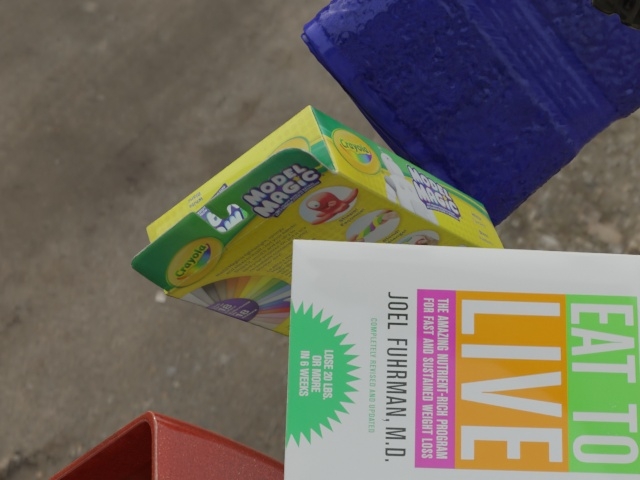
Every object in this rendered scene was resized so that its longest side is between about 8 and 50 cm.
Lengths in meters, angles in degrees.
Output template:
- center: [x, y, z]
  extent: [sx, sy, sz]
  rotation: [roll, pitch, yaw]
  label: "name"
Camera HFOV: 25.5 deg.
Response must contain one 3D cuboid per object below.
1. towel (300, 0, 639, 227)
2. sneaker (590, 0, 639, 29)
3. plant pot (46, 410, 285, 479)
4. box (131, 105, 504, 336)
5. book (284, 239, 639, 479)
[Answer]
- center: [0.166, -0.177, 1.085]
  extent: [0.227, 0.308, 0.076]
  rotation: [47, 10, -24]
  label: "towel"
- center: [0.114, -0.100, 0.307]
  extent: [0.276, 0.135, 0.097]
  rotation: [30, 10, 7]
  label: "sneaker"
- center: [-0.091, 0.316, 1.143]
  extent: [0.235, 0.267, 0.267]
  rotation: [13, 59, -31]
  label: "plant pot"
- center: [0.000, 0.000, 0.670]
  extent: [0.179, 0.105, 0.043]
  rotation: [23, 39, -53]
  label: "box"
- center: [0.060, 0.051, 0.499]
  extent: [0.144, 0.035, 0.096]
  rotation: [2, 76, -1]
  label: "book"
